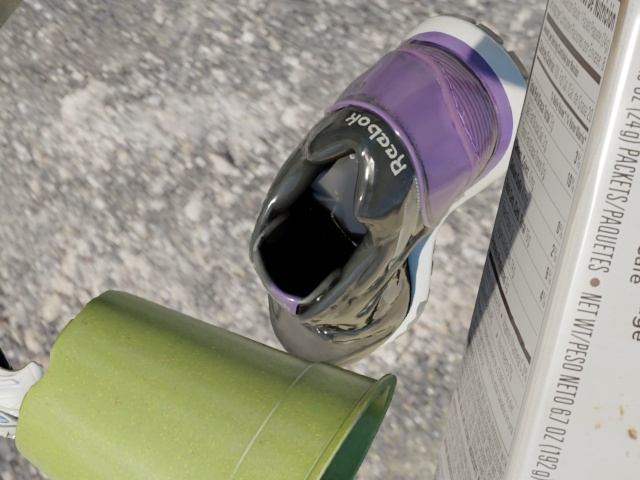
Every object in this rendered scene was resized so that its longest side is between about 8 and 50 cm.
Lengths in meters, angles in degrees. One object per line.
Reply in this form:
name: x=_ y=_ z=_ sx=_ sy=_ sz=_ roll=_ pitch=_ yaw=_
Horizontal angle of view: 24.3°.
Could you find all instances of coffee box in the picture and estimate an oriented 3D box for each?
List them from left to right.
coffee box: x=0.136 y=0.058 z=0.497 sx=0.168 sy=0.119 sz=0.297 roll=10 pitch=109 yaw=-5

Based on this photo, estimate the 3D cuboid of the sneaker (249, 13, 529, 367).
sneaker: x=0.000 y=0.000 z=0.783 sx=0.124 sy=0.107 sz=0.283 roll=-36 pitch=164 yaw=-33

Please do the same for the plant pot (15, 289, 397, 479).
plant pot: x=-0.034 y=0.053 z=0.392 sx=0.079 sy=0.083 sz=0.083 roll=29 pitch=96 yaw=11

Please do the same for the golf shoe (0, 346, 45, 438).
golf shoe: x=-0.338 y=0.138 z=1.458 sx=0.069 sy=0.176 sz=0.086 roll=32 pitch=72 yaw=-64

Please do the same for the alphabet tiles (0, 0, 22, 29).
alphabet tiles: x=-0.312 y=-0.203 z=0.898 sx=0.011 sy=0.343 sz=0.285 roll=-22 pitch=119 yaw=33
